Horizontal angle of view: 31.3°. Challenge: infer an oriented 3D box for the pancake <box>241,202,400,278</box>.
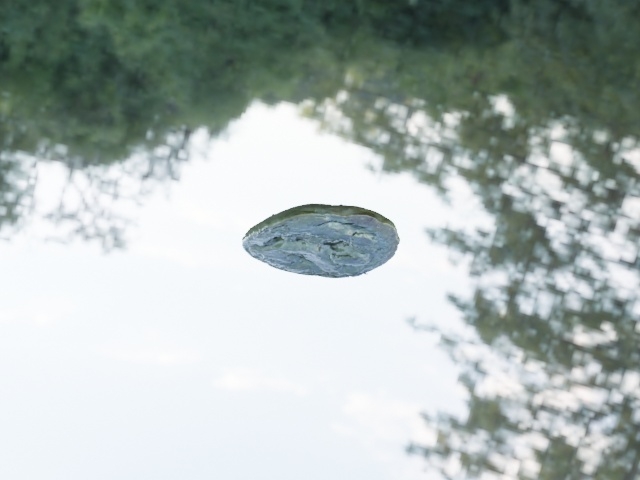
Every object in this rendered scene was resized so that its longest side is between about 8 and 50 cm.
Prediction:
[{"bbox_3d":[0.000,0.000,1.109,0.158,0.028,0.158,1,157,0],"label":"pancake"}]
